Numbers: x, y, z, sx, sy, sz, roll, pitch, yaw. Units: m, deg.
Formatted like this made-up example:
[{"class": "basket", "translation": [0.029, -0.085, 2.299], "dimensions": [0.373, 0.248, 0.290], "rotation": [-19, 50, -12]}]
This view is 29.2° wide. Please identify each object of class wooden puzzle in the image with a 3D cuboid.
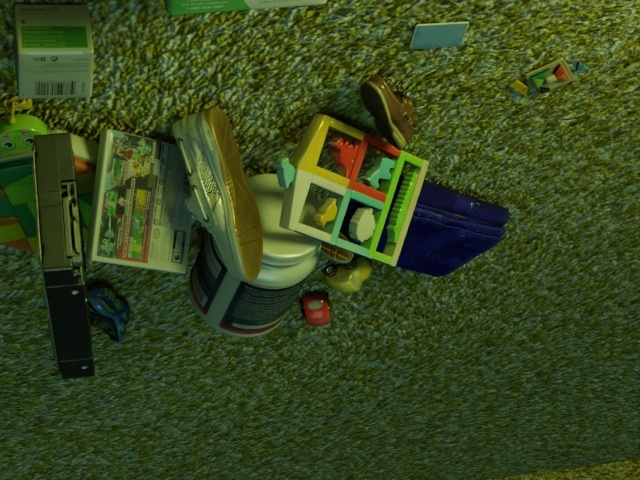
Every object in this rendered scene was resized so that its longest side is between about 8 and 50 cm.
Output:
[{"class": "wooden puzzle", "translation": [0.369, -0.261, 1.978], "dimensions": [0.116, 0.014, 0.078], "rotation": [-27, 147, 23]}]

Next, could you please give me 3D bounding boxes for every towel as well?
[{"class": "towel", "translation": [0.177, -0.015, 2.260], "dimensions": [0.308, 0.076, 0.227], "rotation": [15, 139, -38]}]

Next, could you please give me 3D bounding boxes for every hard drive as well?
[{"class": "hard drive", "translation": [-0.385, 0.031, 1.842], "dimensions": [0.064, 0.237, 0.339], "rotation": [-5, 149, -11]}]

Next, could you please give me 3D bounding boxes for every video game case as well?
[{"class": "video game case", "translation": [-0.273, -0.058, 1.904], "dimensions": [0.023, 0.201, 0.183], "rotation": [2, 174, 45]}]

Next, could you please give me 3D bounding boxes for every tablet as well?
[{"class": "tablet", "translation": [0.177, -0.308, 1.838], "dimensions": [0.083, 0.006, 0.054], "rotation": [-6, 149, -13]}]

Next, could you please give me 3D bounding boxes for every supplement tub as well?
[{"class": "supplement tub", "translation": [-0.110, 0.029, 2.116], "dimensions": [0.191, 0.191, 0.272], "rotation": [1, 148, -21]}]

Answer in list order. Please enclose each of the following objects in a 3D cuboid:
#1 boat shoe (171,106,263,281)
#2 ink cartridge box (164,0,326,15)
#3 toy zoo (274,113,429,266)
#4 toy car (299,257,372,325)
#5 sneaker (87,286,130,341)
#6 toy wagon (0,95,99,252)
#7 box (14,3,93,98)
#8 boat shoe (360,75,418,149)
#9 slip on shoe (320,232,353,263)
[{"class": "boat shoe", "translation": [-0.164, -0.066, 1.918], "dimensions": [0.096, 0.277, 0.098], "rotation": [-11, -172, 21]}, {"class": "ink cartridge box", "translation": [-0.088, -0.413, 1.451], "dimensions": [0.211, 0.121, 0.289], "rotation": [-7, 149, -10]}, {"class": "toy zoo", "translation": [0.043, -0.084, 2.003], "dimensions": [0.293, 0.192, 0.030], "rotation": [21, 176, -40]}, {"class": "toy car", "translation": [-0.034, 0.103, 2.403], "dimensions": [0.225, 0.053, 0.239], "rotation": [7, 145, -29]}, {"class": "sneaker", "translation": [-0.414, 0.136, 2.327], "dimensions": [0.078, 0.067, 0.188], "rotation": [4, 155, 15]}, {"class": "toy wagon", "translation": [-0.444, -0.095, 1.910], "dimensions": [0.267, 0.068, 0.344], "rotation": [-11, 150, -3]}, {"class": "box", "translation": [-0.360, -0.254, 1.654], "dimensions": [0.101, 0.087, 0.102], "rotation": [-3, 148, -16]}, {"class": "boat shoe", "translation": [0.112, -0.211, 1.934], "dimensions": [0.060, 0.064, 0.178], "rotation": [-44, 150, -6]}, {"class": "slip on shoe", "translation": [0.000, 0.000, 2.195], "dimensions": [0.135, 0.051, 0.041], "rotation": [27, 165, 11]}]
